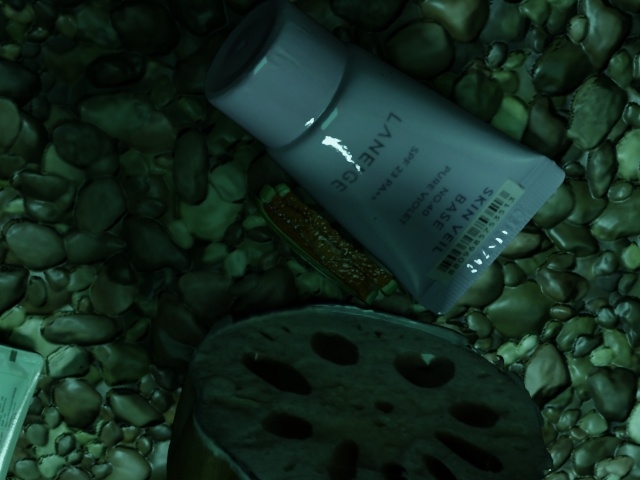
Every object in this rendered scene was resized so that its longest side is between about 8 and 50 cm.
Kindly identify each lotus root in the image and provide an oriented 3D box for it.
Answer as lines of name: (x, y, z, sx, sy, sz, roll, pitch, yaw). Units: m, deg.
lotus root: (0.017, 0.182, 0.862, 0.272, 0.272, 0.192, 12, 113, -7)

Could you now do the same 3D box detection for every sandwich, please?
sandwich: (-0.002, -0.001, 0.890, 0.135, 0.067, 0.029, 44, 77, -25)

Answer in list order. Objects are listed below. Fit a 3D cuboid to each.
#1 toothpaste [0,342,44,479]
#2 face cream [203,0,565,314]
toothpaste: (-0.269, 0.175, 0.950, 0.048, 0.029, 0.197, 15, 103, -10)
face cream: (0.044, -0.064, 0.870, 0.274, 0.096, 0.154, 34, 100, -26)
